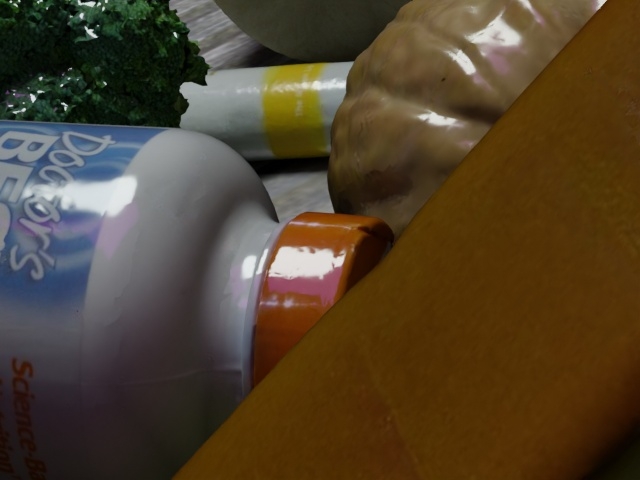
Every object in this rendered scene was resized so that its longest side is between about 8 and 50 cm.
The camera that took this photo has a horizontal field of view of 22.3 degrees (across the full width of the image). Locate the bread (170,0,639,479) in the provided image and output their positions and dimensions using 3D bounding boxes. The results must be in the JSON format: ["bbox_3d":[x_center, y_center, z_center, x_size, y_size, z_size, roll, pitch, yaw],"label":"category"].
[{"bbox_3d":[0.056,0.052,0.485,0.361,0.077,0.138,-48,32,11],"label":"bread"}]

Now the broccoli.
[{"bbox_3d":[-0.172,-0.060,0.858,0.270,0.269,0.270,4,0,28],"label":"broccoli"}]

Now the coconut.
[{"bbox_3d":[0.013,-0.228,1.107,0.202,0.202,0.222,-6,26,12],"label":"coconut"}]

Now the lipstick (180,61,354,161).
[{"bbox_3d":[-0.094,-0.075,1.005,0.264,0.059,0.059,-1,29,19],"label":"lipstick"}]

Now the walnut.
[{"bbox_3d":[0.100,-0.031,0.701,0.213,0.213,0.213,-10,27,5],"label":"walnut"}]

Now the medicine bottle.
[{"bbox_3d":[-0.116,0.030,0.639,0.289,0.157,0.157,4,31,18],"label":"medicine bottle"}]
